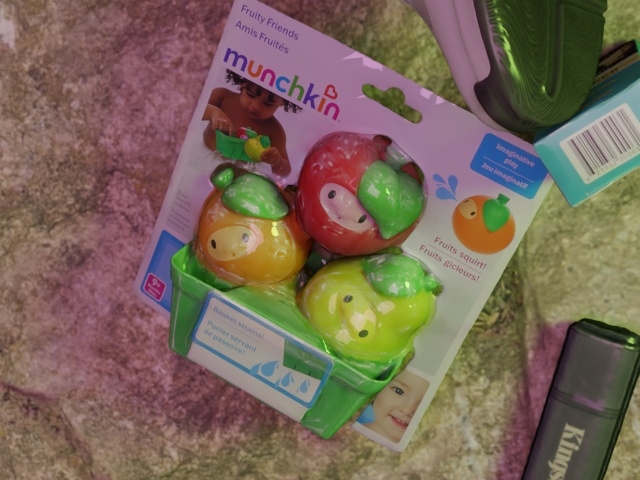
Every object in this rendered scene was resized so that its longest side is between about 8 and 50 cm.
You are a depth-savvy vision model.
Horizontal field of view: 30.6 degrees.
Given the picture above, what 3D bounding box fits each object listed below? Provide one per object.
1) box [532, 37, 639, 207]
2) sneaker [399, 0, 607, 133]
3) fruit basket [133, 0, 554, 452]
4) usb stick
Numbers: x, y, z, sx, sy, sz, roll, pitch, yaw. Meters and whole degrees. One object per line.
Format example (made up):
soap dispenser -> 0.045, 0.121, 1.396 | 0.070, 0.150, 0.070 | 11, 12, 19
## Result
box -> 0.239, -0.105, 0.973 | 0.101, 0.244, 0.060 | -32, 97, 19
sneaker -> 0.073, -0.249, 0.987 | 0.257, 0.169, 0.447 | -31, 57, 40
fruit basket -> 0.000, 0.000, 1.084 | 0.327, 0.165, 0.353 | 30, 125, 8
usb stick -> 0.244, 0.209, 1.142 | 0.077, 0.045, 0.277 | 17, 105, 11
